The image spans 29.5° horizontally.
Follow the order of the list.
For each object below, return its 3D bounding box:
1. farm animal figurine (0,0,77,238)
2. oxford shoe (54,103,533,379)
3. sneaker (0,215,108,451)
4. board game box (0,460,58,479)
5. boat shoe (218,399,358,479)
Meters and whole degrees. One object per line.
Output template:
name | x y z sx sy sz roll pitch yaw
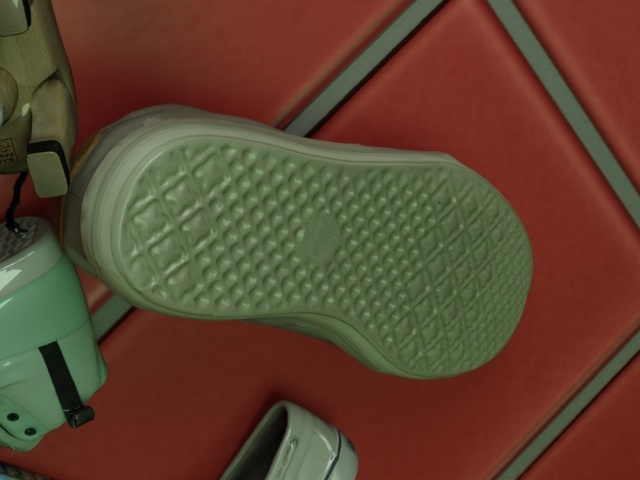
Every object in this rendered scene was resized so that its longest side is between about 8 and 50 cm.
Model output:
farm animal figurine | -0.173 -0.168 0.684 0.330 0.172 0.326 8 122 -11
oxford shoe | 0.000 0.000 0.869 0.449 0.130 0.169 13 93 -45
sneaker | -0.259 0.106 0.788 0.256 0.094 0.151 -28 121 -14
board game box | -0.242 0.211 0.874 0.154 0.026 0.103 28 94 -32
boat shoe | -0.080 0.242 0.929 0.088 0.096 0.267 42 86 -28
